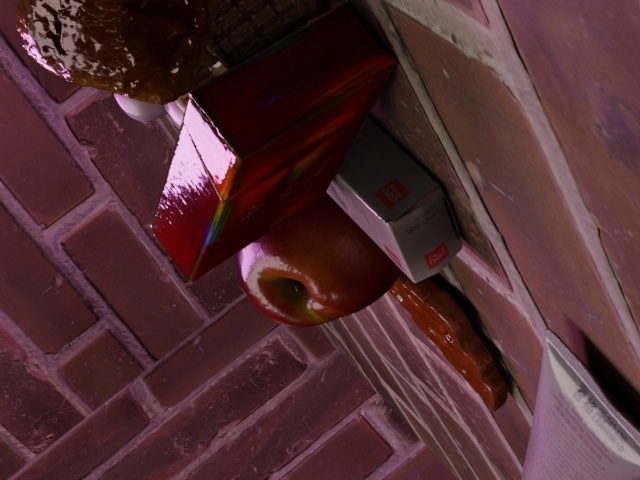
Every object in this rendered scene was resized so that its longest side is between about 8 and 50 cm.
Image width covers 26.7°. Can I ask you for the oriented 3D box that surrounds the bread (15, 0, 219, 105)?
[{"bbox_3d":[-0.153,-0.295,1.121,0.185,0.109,0.380,17,126,7],"label":"bread"}]

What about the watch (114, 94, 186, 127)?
[{"bbox_3d":[-0.135,-0.202,1.796,0.248,0.211,0.217,42,180,12],"label":"watch"}]

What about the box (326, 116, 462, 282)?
[{"bbox_3d":[0.051,-0.080,1.579,0.269,0.079,0.135,47,172,36],"label":"box"}]

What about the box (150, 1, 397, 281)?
[{"bbox_3d":[-0.057,-0.091,1.384,0.089,0.197,0.313,52,156,11],"label":"box"}]

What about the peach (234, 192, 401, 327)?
[{"bbox_3d":[0.000,0.000,1.815,0.243,0.243,0.199,45,155,45],"label":"peach"}]

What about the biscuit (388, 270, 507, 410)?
[{"bbox_3d":[0.187,0.129,1.944,0.306,0.043,0.284,53,173,-25],"label":"biscuit"}]

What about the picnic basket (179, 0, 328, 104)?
[{"bbox_3d":[-0.131,-0.275,1.401,0.228,0.175,0.313,52,177,-9],"label":"picnic basket"}]

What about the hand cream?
[{"bbox_3d":[0.298,0.228,1.512,0.185,0.118,0.359,53,167,22],"label":"hand cream"}]
